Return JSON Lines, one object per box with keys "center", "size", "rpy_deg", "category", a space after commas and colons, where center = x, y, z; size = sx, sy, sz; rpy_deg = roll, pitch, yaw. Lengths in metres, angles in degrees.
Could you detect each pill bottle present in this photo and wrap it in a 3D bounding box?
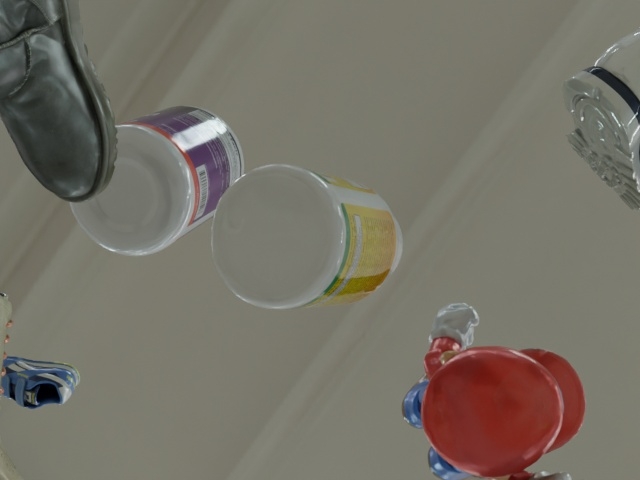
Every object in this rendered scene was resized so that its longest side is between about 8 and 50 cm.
{"center": [0.000, 0.000, 0.904], "size": [0.118, 0.208, 0.117], "rpy_deg": [-1, -92, 22], "category": "pill bottle"}
{"center": [-0.224, -0.099, 1.515], "size": [0.181, 0.323, 0.181], "rpy_deg": [3, -75, 13], "category": "pill bottle"}

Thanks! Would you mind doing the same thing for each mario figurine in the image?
{"center": [0.182, 0.165, 1.010], "size": [0.198, 0.320, 0.170], "rpy_deg": [29, -104, 2], "category": "mario figurine"}

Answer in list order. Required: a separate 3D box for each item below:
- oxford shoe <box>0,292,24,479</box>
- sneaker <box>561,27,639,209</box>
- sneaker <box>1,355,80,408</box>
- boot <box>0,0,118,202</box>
{"center": [-0.350, 0.125, 1.014], "size": [0.140, 0.146, 0.397], "rpy_deg": [10, -55, 47], "category": "oxford shoe"}
{"center": [0.256, -0.097, 0.824], "size": [0.095, 0.235, 0.090], "rpy_deg": [-46, -108, -1], "category": "sneaker"}
{"center": [-0.404, 0.195, 1.403], "size": [0.144, 0.053, 0.059], "rpy_deg": [1, -147, -1], "category": "sneaker"}
{"center": [-0.208, -0.073, 0.570], "size": [0.076, 0.208, 0.189], "rpy_deg": [-3, -65, 24], "category": "boot"}
